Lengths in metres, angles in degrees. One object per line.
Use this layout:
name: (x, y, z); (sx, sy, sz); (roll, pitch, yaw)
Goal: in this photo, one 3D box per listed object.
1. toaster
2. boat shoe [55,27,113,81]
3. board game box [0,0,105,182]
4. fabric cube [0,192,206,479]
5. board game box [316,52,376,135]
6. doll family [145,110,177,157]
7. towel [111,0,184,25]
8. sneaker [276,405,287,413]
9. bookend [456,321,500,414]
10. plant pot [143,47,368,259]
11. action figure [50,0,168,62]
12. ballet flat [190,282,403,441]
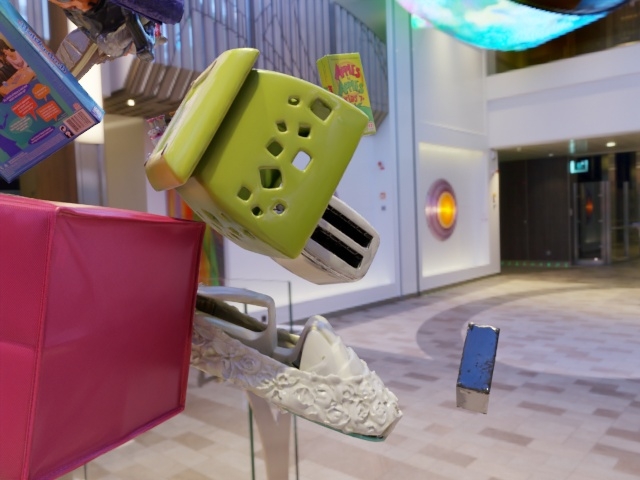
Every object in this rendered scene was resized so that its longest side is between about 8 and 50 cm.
toaster: (0.000, 0.000, 0.920); (0.227, 0.129, 0.146); (36, -19, -23)
boat shoe: (-0.596, -0.535, 1.433); (0.342, 0.123, 0.123); (-45, -30, 14)
board game box: (-0.413, -0.200, 0.667); (0.160, 0.210, 0.047); (-30, 34, 7)
fabric cube: (-0.317, 0.079, 0.594); (0.258, 0.259, 0.254); (7, 0, 19)
board game box: (0.059, -0.319, 1.169); (0.092, 0.181, 0.043); (-17, 7, -32)
doll family: (-0.324, -0.273, 1.392); (0.263, 0.163, 0.118); (-31, 23, -37)
towel: (-0.344, -0.434, 0.719); (0.076, 0.227, 0.308); (-32, -29, 35)
sneaker: (-0.062, 0.331, 1.113); (0.070, 0.051, 0.134); (-20, -13, -13)
bookend: (0.364, 0.299, 1.216); (0.072, 0.156, 0.157); (9, -32, 20)
plant pot: (-0.106, -0.123, 0.738); (0.207, 0.227, 0.228); (31, -11, -24)
action figure: (-0.395, -0.451, 0.886); (0.178, 0.341, 0.330); (-21, -32, 20)
ballet flat: (-0.066, 0.153, 0.745); (0.409, 0.147, 0.147); (19, 5, 6)
